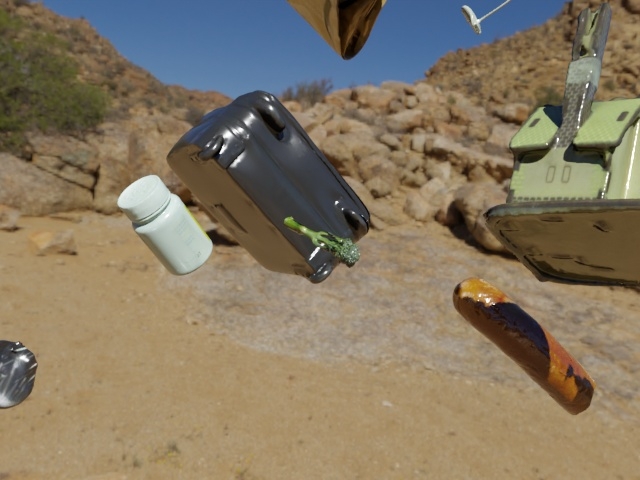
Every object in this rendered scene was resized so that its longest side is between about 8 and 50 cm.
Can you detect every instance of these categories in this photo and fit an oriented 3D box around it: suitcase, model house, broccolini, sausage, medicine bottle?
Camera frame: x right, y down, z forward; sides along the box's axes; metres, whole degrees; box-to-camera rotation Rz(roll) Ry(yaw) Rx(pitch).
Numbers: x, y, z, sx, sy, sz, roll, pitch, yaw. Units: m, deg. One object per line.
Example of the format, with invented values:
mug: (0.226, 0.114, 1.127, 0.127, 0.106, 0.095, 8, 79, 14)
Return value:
suitcase: (-0.108, -0.088, 1.133, 0.345, 0.188, 0.339, 47, -21, -20)
model house: (0.330, -0.106, 0.674, 0.205, 0.278, 0.218, 1, -22, 39)
broccolini: (0.000, 0.000, 0.775, 0.140, 0.030, 0.035, 26, -17, 48)
sausage: (0.342, 0.175, 0.996, 0.302, 0.076, 0.103, 43, -7, -6)
medicine bottle: (-0.132, -0.012, 0.516, 0.047, 0.083, 0.047, -18, 38, 15)

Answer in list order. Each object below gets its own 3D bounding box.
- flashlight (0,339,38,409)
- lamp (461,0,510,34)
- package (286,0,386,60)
flashlight: (-0.604, 0.219, 0.945, 0.424, 0.103, 0.103, -11, -4, 32)
lamp: (0.340, -0.432, 1.038, 0.198, 0.056, 0.050, -28, -43, 27)
package: (0.003, -0.526, 1.106, 0.311, 0.165, 0.221, 51, -10, 22)
